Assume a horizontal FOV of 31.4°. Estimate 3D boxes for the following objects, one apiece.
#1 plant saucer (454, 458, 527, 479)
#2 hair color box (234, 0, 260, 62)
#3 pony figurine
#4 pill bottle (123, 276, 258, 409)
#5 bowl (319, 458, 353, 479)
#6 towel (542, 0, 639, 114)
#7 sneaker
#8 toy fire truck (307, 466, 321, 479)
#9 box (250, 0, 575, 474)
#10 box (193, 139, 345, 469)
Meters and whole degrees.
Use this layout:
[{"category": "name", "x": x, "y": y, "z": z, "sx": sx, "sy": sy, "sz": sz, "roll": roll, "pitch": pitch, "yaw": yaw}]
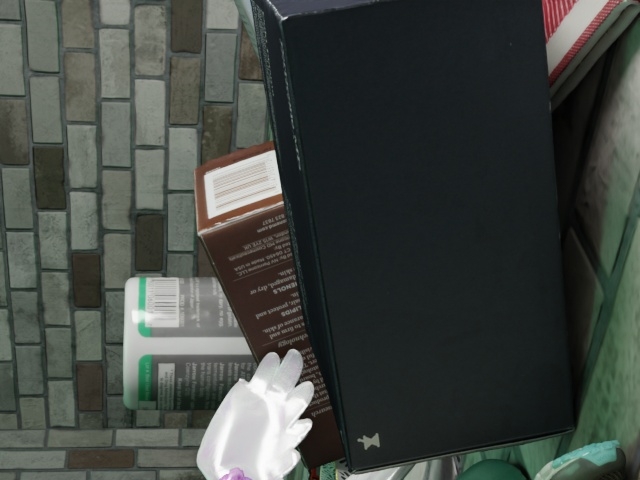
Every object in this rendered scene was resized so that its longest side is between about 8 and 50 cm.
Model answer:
[{"category": "plant saucer", "x": 0.122, "y": 0.279, "z": 0.966, "sx": 0.195, "sy": 0.037, "sz": 0.195, "roll": -165, "pitch": 90, "yaw": -69}, {"category": "hair color box", "x": -0.004, "y": -0.197, "z": 1.351, "sx": 0.185, "sy": 0.114, "sz": 0.374, "roll": -120, "pitch": 7, "yaw": -76}, {"category": "pony figurine", "x": -0.027, "y": 0.327, "z": 1.252, "sx": 0.303, "sy": 0.351, "sz": 0.363, "roll": 6, "pitch": 132, "yaw": 45}, {"category": "pill bottle", "x": -0.117, "y": 0.157, "z": 1.737, "sx": 0.204, "sy": 0.361, "sz": 0.204, "roll": -179, "pitch": 90, "yaw": -82}, {"category": "bowl", "x": 0.048, "y": 0.353, "z": 1.543, "sx": 0.170, "sy": 0.080, "sz": 0.170, "roll": -179, "pitch": 90, "yaw": -83}, {"category": "towel", "x": 0.174, "y": -0.267, "z": 0.878, "sx": 0.237, "sy": 0.037, "sz": 0.329, "roll": 117, "pitch": 151, "yaw": -68}, {"category": "sneaker", "x": 0.177, "y": 0.198, "z": 0.760, "sx": 0.166, "sy": 0.065, "sz": 0.076, "roll": 95, "pitch": 156, "yaw": -46}, {"category": "toy fire truck", "x": 0.000, "y": 0.325, "z": 2.020, "sx": 0.192, "sy": 0.047, "sz": 0.135, "roll": -101, "pitch": 15, "yaw": -53}, {"category": "box", "x": 0.063, "y": -0.045, "z": 0.924, "sx": 0.312, "sy": 0.179, "sz": 0.343, "roll": -110, "pitch": 11, "yaw": -70}, {"category": "box", "x": -0.030, "y": 0.083, "z": 1.461, "sx": 0.191, "sy": 0.143, "sz": 0.381, "roll": -105, "pitch": -4, "yaw": -61}]
